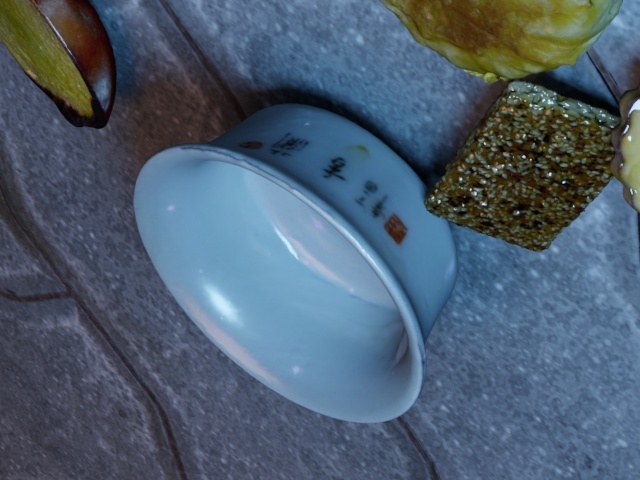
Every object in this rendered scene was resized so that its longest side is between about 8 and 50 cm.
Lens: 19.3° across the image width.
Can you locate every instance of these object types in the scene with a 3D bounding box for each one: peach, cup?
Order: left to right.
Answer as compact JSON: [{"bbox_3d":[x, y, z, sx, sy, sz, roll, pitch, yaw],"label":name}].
[{"bbox_3d":[-0.298,-0.242,1.988,0.189,0.068,0.279,17,143,50],"label":"peach"},{"bbox_3d":[0.000,0.000,1.844,0.347,0.163,0.347,29,146,22],"label":"cup"}]

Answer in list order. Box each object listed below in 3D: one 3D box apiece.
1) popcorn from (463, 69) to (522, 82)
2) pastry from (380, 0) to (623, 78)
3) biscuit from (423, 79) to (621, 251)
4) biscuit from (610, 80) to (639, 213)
[{"bbox_3d":[0.150,-0.167,1.566,0.083,0.057,0.082,27,139,31],"label":"popcorn"},{"bbox_3d":[0.130,-0.240,1.434,0.257,0.121,0.235,31,147,24],"label":"pastry"},{"bbox_3d":[0.182,-0.059,1.647,0.131,0.025,0.231,18,151,-7],"label":"biscuit"},{"bbox_3d":[0.288,-0.077,1.505,0.118,0.061,0.183,-17,124,9],"label":"biscuit"}]
